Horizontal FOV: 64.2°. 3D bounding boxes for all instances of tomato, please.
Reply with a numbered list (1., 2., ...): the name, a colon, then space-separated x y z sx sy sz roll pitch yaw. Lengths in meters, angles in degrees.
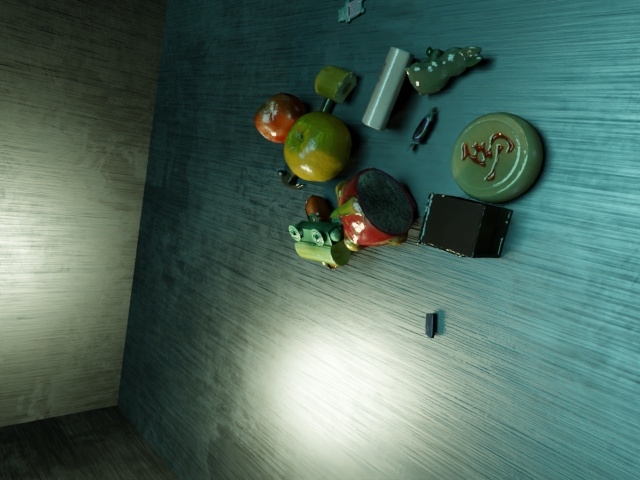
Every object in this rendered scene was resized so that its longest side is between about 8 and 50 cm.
1. tomato: -0.161 -0.517 2.178 0.232 0.232 0.188 -34 93 41

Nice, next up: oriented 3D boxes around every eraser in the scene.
1. eraser: 0.235 -0.530 1.790 0.095 0.174 0.270 20 109 0

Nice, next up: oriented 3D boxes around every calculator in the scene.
1. calculator: 0.121 -0.914 2.027 0.141 0.019 0.094 -3 88 47

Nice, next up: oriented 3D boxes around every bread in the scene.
1. bread: 0.053 -0.625 2.015 0.173 0.085 0.134 34 88 40

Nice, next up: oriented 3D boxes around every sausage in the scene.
1. sausage: 0.024 -0.038 2.032 0.102 0.102 0.330 -40 60 38

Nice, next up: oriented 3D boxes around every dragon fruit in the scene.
1. dragon fruit: 0.172 -0.101 1.754 0.189 0.291 0.290 -33 65 48

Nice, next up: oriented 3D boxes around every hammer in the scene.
1. hammer: -0.054 -0.415 2.172 0.168 0.044 0.439 49 122 37

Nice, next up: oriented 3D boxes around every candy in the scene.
1. candy: 0.349 -0.376 1.739 0.043 0.045 0.175 41 119 23

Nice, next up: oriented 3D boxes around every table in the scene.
1. table: 0.433 -0.038 1.541 0.193 0.169 0.172 21 104 44

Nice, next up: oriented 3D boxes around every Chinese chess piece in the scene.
1. Chinese chess piece: 0.516 -0.242 1.511 0.273 0.102 0.273 -3 86 47

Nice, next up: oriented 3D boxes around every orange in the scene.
1. orange: -0.007 -0.363 1.988 0.279 0.235 0.278 -17 63 37

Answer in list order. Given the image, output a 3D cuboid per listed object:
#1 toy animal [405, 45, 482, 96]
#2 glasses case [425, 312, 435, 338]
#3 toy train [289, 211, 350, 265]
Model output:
1. toy animal: 0.412 -0.563 1.643 0.251 0.127 0.125 -7 56 39
2. glasses case: 0.368 0.283 1.701 0.034 0.023 0.083 1 87 52
3. toy train: 0.007 -0.003 1.896 0.307 0.126 0.189 9 134 56
